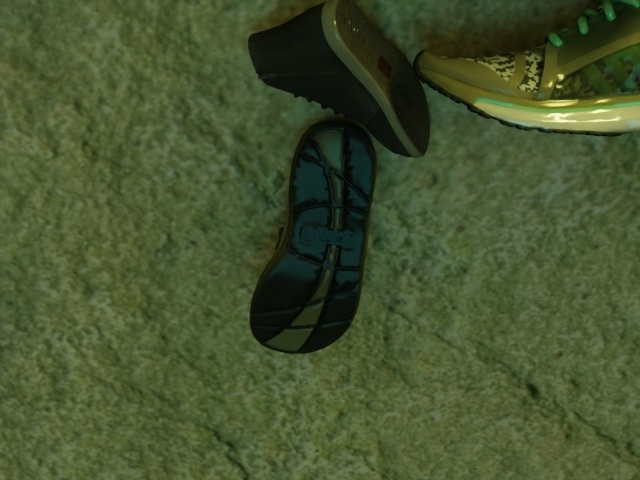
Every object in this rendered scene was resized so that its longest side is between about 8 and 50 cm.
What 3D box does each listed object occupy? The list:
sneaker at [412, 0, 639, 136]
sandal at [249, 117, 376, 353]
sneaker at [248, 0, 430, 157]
[{"bbox_3d":[0.301,-0.198,1.326,0.410,0.158,0.182,3,97,1],"label":"sneaker"},{"bbox_3d":[0.002,-0.001,1.497,0.120,0.086,0.303,15,113,-4],"label":"sandal"},{"bbox_3d":[0.025,-0.163,1.378,0.118,0.083,0.222,-10,137,33],"label":"sneaker"}]
